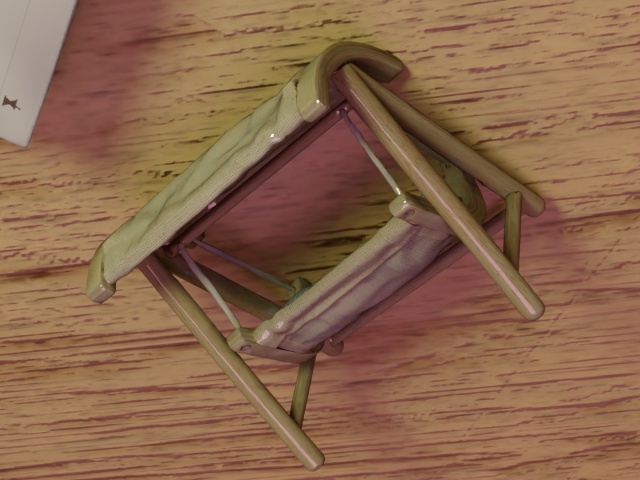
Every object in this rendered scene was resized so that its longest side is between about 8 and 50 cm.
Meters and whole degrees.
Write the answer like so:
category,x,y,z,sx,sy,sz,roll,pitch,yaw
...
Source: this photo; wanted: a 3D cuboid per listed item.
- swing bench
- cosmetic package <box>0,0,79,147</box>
category,x,y,z,sx,sy,sz,roll,pitch,yaw
swing bench,0.000,0.000,1.141,0.253,0.165,0.255,-37,112,28
cosmetic package,-0.276,-0.271,0.980,0.285,0.097,0.377,20,127,-11
